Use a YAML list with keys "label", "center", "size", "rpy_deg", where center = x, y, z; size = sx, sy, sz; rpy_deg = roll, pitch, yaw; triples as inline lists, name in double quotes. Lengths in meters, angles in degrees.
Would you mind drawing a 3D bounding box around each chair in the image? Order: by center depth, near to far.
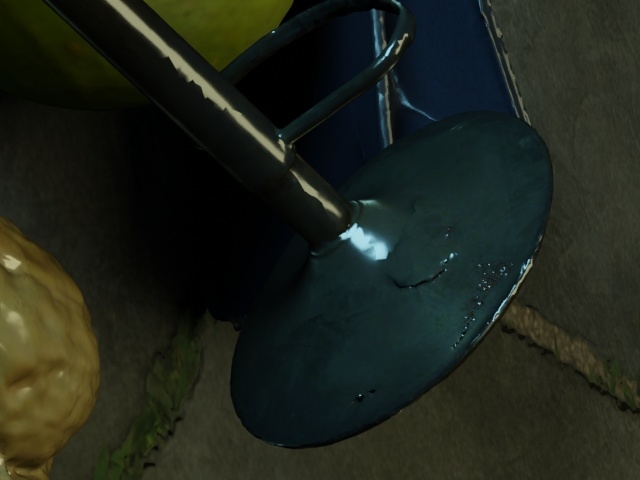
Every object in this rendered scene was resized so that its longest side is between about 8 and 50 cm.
- label: "chair"
  center: [-0.091, -0.096, 0.971]
  size: [0.401, 0.226, 0.226]
  rpy_deg: [41, 46, -28]

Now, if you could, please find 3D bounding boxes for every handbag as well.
- label: "handbag"
  center: [0.008, -0.123, 1.323]
  size: [0.122, 0.303, 0.329]
  rpy_deg: [-6, 82, -27]

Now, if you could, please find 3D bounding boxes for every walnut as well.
- label: "walnut"
  center: [-0.221, 0.064, 1.021]
  size: [0.245, 0.198, 0.198]
  rpy_deg: [30, 55, -54]

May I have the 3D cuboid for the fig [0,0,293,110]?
- label: "fig"
  center: [-0.162, -0.225, 1.155]
  size: [0.326, 0.258, 0.258]
  rpy_deg: [35, 52, -40]
